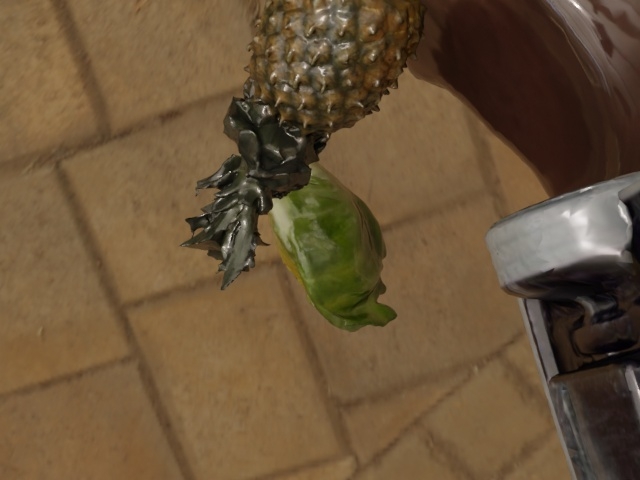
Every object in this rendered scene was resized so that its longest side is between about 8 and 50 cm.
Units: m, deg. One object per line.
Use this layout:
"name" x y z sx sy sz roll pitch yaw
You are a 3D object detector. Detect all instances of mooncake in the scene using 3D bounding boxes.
"mooncake" 0.188 -0.173 1.006 0.174 0.326 0.334 -39 122 -15

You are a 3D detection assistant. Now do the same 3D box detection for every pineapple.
"pineapple" -0.022 -0.082 0.954 0.125 0.125 0.251 25 110 -10

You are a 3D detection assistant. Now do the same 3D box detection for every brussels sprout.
"brussels sprout" 0.002 -0.002 1.206 0.100 0.139 0.181 -14 102 9

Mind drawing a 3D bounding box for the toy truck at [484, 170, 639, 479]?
"toy truck" 0.169 0.014 0.245 0.175 0.367 0.146 -14 83 -17
